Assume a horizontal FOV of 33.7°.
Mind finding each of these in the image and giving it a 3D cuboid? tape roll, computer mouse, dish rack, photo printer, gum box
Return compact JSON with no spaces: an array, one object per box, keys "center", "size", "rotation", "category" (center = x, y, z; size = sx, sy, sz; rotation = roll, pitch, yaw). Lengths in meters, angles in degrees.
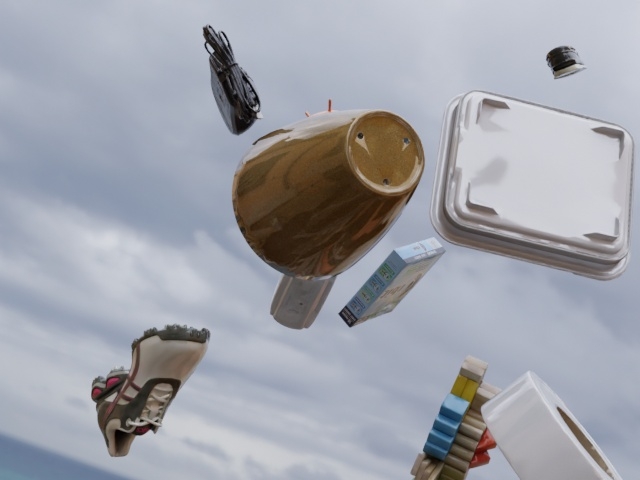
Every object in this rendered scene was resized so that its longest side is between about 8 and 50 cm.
[{"center":[0.375,0.342,1.642],"size":[0.286,0.100,0.286],"rotation":[48,10,-11],"category":"tape roll"},{"center":[-0.146,-0.273,1.911],"size":[0.072,0.188,0.272],"rotation":[-24,-8,-9],"category":"computer mouse"},{"center":[0.352,-0.102,1.676],"size":[0.333,0.285,0.072],"rotation":[13,-24,-4],"category":"dish rack"},{"center":[0.000,0.000,2.217],"size":[0.107,0.307,0.256],"rotation":[22,-41,-3],"category":"photo printer"},{"center":[0.137,0.079,2.012],"size":[0.041,0.184,0.157],"rotation":[49,32,17],"category":"gum box"}]

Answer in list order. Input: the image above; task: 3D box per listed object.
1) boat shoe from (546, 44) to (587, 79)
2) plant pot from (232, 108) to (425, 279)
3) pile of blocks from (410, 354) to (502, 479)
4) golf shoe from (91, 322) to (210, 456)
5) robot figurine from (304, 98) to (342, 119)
[{"center":[0.349,-0.254,1.501],"size":[0.049,0.042,0.133],"rotation":[-20,-2,18],"category":"boat shoe"},{"center":[0.030,-0.084,1.467],"size":[0.237,0.237,0.254],"rotation":[24,-21,-18],"category":"plant pot"},{"center":[0.240,0.391,1.883],"size":[0.113,0.362,0.149],"rotation":[23,-3,16],"category":"pile of blocks"},{"center":[-0.234,0.211,1.502],"size":[0.105,0.120,0.273],"rotation":[12,-38,-32],"category":"golf shoe"},{"center":[0.023,-0.128,1.819],"size":[0.128,0.219,0.158],"rotation":[-16,-1,13],"category":"robot figurine"}]
